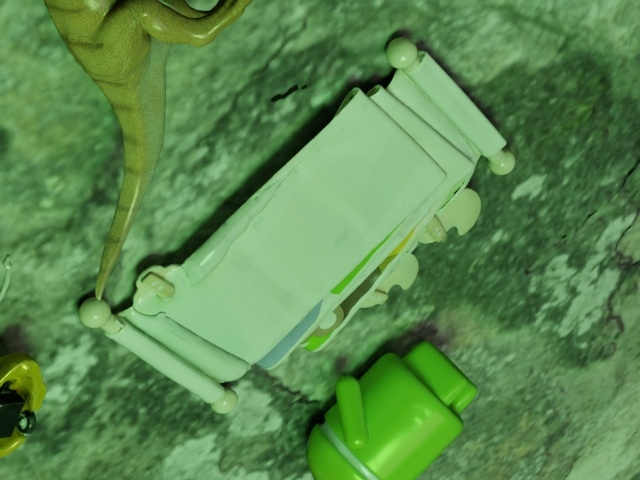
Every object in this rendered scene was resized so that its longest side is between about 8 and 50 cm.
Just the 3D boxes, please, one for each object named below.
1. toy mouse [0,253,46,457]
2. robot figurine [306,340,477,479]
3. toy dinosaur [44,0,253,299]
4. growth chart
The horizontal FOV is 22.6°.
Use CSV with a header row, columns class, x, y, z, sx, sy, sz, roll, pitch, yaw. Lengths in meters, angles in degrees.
class,x,y,z,sx,sy,sz,roll,pitch,yaw
toy mouse,-0.194,0.072,0.735,0.143,0.031,0.161,-6,129,-40
robot figurine,0.040,0.115,0.970,0.115,0.067,0.101,-46,156,2
toy dinosaur,-0.081,-0.085,0.680,0.112,0.064,0.212,-20,131,-2
growth chart,0.000,0.000,0.859,0.237,0.021,0.172,-42,144,-3
